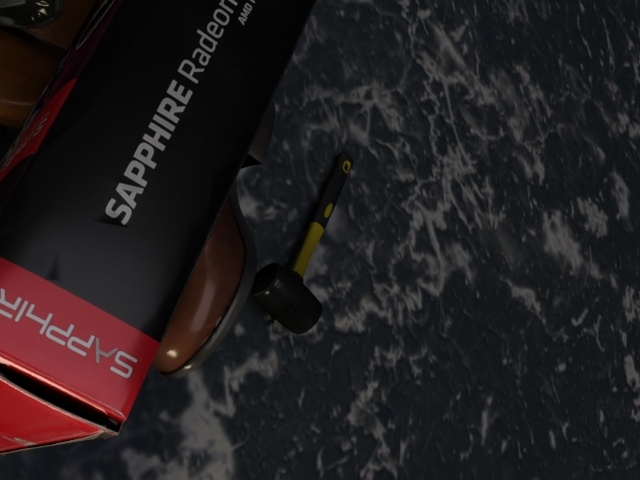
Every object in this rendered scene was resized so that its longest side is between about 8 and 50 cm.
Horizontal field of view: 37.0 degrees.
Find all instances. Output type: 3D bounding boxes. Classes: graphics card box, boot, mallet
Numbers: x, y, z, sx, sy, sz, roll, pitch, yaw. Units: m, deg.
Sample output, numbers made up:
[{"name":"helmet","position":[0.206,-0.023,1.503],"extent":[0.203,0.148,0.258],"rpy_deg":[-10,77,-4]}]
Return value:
[{"name":"graphics card box","position":[-0.107,-0.071,0.537],"extent":[0.094,0.233,0.371],"rpy_deg":[32,63,-19]},{"name":"boot","position":[-0.166,-0.064,0.666],"extent":[0.280,0.096,0.264],"rpy_deg":[28,65,-35]},{"name":"mallet","position":[0.000,0.000,0.857],"extent":[0.062,0.039,0.190],"rpy_deg":[51,47,-24]}]

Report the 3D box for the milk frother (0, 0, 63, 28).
[{"name":"milk frother","position":[-0.166,-0.220,0.587],"extent":[0.129,0.143,0.135],"rpy_deg":[66,30,-68]}]
